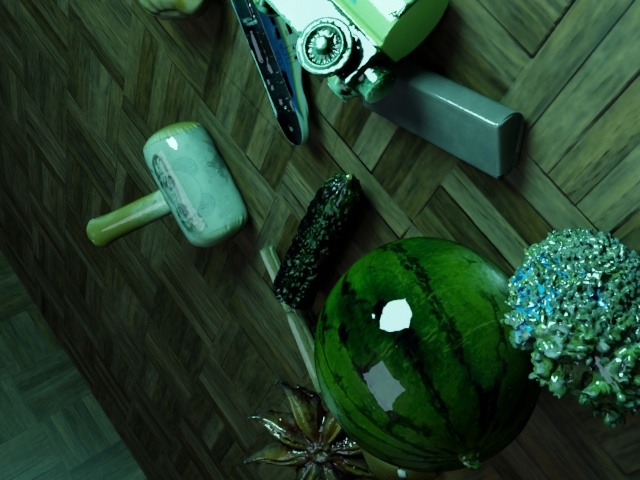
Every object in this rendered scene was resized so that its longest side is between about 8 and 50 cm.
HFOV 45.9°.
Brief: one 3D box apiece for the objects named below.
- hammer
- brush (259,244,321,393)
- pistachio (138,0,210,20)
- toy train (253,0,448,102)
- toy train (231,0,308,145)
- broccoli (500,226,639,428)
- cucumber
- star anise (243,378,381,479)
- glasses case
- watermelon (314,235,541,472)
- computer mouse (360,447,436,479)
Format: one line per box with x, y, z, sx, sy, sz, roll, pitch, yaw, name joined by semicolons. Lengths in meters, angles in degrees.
-0.271;-0.053;1.231;0.306;0.113;0.201;-24;92;30;hammer
-0.032;0.121;1.188;0.043;0.036;0.247;-22;92;47;brush
-0.206;-0.364;0.990;0.126;0.108;0.185;-47;65;30;pistachio
0.012;-0.256;0.743;0.157;0.105;0.253;-45;69;15;toy train
-0.054;-0.232;0.923;0.052;0.051;0.233;5;122;54;toy train
0.236;0.076;0.676;0.167;0.154;0.160;41;164;29;broccoli
0.001;-0.001;1.009;0.072;0.072;0.300;51;145;17;cucumber
0.009;0.310;1.189;0.272;0.102;0.271;4;111;11;star anise
0.116;-0.133;0.763;0.191;0.042;0.072;36;145;35;glasses case
0.110;0.119;0.789;0.242;0.242;0.242;35;140;36;watermelon
0.104;0.274;1.072;0.102;0.045;0.199;-6;113;22;computer mouse
